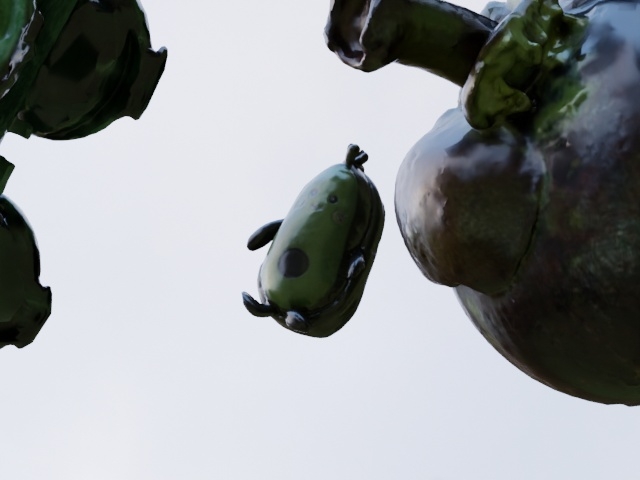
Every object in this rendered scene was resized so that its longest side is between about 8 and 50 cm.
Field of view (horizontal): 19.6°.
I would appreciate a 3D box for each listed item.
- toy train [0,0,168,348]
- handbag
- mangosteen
[{"bbox_3d":[-0.198,-0.061,0.794,0.266,0.202,0.145,-63,-20,5],"label":"toy train"},{"bbox_3d":[0.000,0.000,1.030,0.111,0.072,0.047,-66,-29,-12],"label":"handbag"},{"bbox_3d":[0.136,-0.050,0.889,0.289,0.231,0.231,36,-73,-28],"label":"mangosteen"}]
